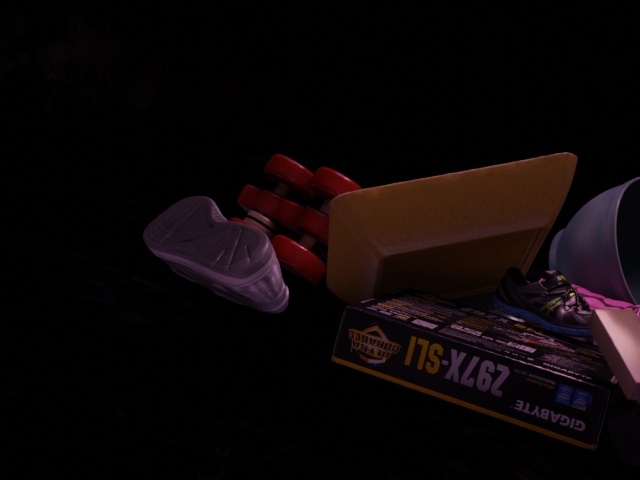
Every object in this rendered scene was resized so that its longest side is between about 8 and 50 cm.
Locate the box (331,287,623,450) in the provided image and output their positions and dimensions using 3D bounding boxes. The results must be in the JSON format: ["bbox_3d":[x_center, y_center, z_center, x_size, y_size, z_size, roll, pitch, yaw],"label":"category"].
[{"bbox_3d":[0.209,0.146,1.250,0.321,0.079,0.257,17,7,20],"label":"box"}]

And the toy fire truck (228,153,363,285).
[{"bbox_3d":[0.000,0.000,1.697,0.302,0.169,0.254,21,-15,49],"label":"toy fire truck"}]

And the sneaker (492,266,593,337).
[{"bbox_3d":[0.313,0.080,1.325,0.188,0.078,0.067,19,5,39],"label":"sneaker"}]

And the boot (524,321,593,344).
[{"bbox_3d":[0.302,0.139,1.519,0.161,0.084,0.246,0,11,-7],"label":"boot"}]

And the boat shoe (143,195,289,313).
[{"bbox_3d":[-0.154,0.020,1.450,0.118,0.103,0.320,-41,33,-21],"label":"boat shoe"}]

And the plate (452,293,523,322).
[{"bbox_3d":[0.231,0.097,1.523,0.188,0.024,0.188,-9,16,3],"label":"plate"}]

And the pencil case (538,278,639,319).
[{"bbox_3d":[0.480,0.124,1.775,0.209,0.095,0.098,18,-26,38],"label":"pencil case"}]

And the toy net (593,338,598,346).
[{"bbox_3d":[0.414,0.144,1.706,0.232,0.045,0.122,19,8,23],"label":"toy net"}]

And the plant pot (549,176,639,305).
[{"bbox_3d":[0.568,0.043,1.947,0.293,0.293,0.196,6,-16,-41],"label":"plant pot"}]

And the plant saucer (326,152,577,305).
[{"bbox_3d":[0.180,0.012,1.425,0.332,0.081,0.333,-11,-24,-5],"label":"plant saucer"}]

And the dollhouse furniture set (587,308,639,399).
[{"bbox_3d":[0.372,0.169,1.105,0.151,0.123,0.144,2,37,-15],"label":"dollhouse furniture set"}]

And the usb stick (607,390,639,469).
[{"bbox_3d":[0.376,0.201,1.180,0.045,0.077,0.278,-15,-3,22],"label":"usb stick"}]
